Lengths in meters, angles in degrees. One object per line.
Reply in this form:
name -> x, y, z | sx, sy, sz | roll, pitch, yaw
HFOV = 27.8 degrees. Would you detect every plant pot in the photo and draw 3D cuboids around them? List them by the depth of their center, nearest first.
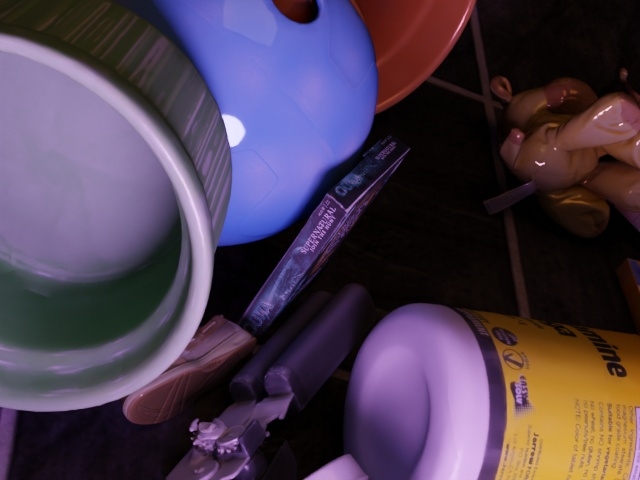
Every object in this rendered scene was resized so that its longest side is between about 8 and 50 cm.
plant pot -> 0.002, -0.300, 1.381 | 0.291, 0.291, 0.203 | -8, 39, -39

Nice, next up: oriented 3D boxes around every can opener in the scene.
can opener -> -0.032, 0.133, 1.075 | 0.093, 0.074, 0.280 | 63, 37, -20

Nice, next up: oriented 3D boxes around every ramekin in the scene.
ramekin -> -0.209, -0.038, 0.945 | 0.303, 0.303, 0.148 | 29, 32, -6

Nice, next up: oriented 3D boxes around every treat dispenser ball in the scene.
treat dispenser ball -> -0.093, -0.138, 1.121 | 0.288, 0.288, 0.288 | 19, 42, -18

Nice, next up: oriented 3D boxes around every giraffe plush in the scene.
giraffe plush -> 0.273, -0.115, 1.477 | 0.210, 0.181, 0.170 | -11, 36, 2

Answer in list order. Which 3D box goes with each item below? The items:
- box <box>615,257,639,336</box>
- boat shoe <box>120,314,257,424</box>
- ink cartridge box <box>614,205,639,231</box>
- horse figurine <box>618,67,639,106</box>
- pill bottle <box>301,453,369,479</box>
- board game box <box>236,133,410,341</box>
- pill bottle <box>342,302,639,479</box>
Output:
box -> 0.380, 0.084, 1.423 | 0.081, 0.028, 0.136 | 13, 42, -23
boat shoe -> -0.114, 0.101, 1.053 | 0.048, 0.056, 0.153 | 38, 37, 20
ink cartridge box -> 0.447, -0.005, 1.540 | 0.179, 0.045, 0.145 | 50, 34, 13
horse figurine -> 0.463, -0.128, 1.666 | 0.263, 0.066, 0.174 | 27, 34, -5
pill bottle -> 0.050, 0.265, 0.931 | 0.117, 0.117, 0.215 | -21, 70, -45
board game box -> 0.000, 0.000, 1.125 | 0.026, 0.186, 0.126 | 39, 39, 5
pill bottle -> 0.202, 0.164, 1.096 | 0.334, 0.188, 0.188 | 10, 45, -27
